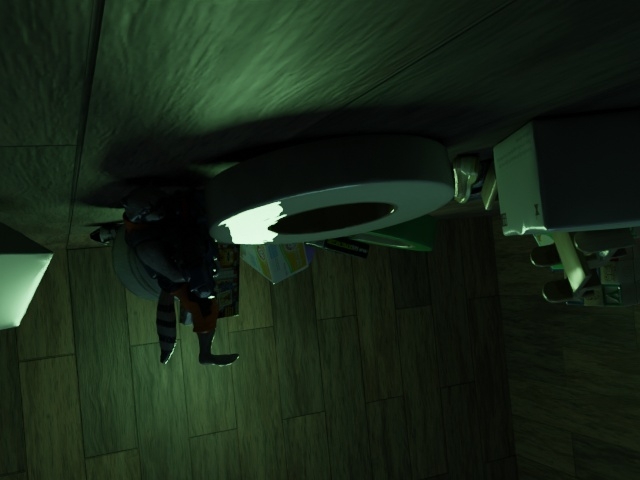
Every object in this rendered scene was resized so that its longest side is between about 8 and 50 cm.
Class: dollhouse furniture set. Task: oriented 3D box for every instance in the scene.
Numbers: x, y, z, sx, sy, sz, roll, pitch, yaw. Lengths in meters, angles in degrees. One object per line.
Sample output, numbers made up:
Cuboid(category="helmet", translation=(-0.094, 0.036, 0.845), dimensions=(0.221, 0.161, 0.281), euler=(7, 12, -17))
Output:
Cuboid(category="dollhouse furniture set", translation=(0.406, -0.027, 1.130), dimensions=(0.160, 0.242, 0.212), euler=(-10, 152, -1))

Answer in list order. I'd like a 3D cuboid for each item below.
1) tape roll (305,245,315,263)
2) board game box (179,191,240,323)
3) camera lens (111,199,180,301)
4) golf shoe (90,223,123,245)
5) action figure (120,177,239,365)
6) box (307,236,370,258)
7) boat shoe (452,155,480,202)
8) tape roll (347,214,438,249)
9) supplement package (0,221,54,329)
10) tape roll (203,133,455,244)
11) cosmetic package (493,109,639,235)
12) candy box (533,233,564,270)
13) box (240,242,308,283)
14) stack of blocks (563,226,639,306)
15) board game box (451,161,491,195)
Cuboid(category="tape roll", translation=(-0.104, -0.002, 1.804), dimensions=(0.080, 0.189, 0.188), euler=(-4, 178, -43))
Cuboid(category="board game box", translation=(-0.222, 0.032, 1.276), dimensions=(0.136, 0.260, 0.030), euler=(-4, -172, -44))
Cuboid(category="camera lens", translation=(-0.332, 0.026, 1.412), dimensions=(0.219, 0.220, 0.274), euler=(-5, 178, -32))
Cuboid(category="golf shoe", translation=(-0.580, -0.012, 1.815), dimensions=(0.198, 0.077, 0.093), euler=(-8, 177, 36))
Cuboid(category="action figure", translation=(-0.244, 0.062, 1.055), dimensions=(0.178, 0.331, 0.341), euler=(-18, -158, -2))
Cuboid(category="box", translation=(0.000, 0.000, 1.618), dimensions=(0.190, 0.045, 0.184), euler=(15, 175, -31))
Cuboid(category="boat shoe", translation=(0.257, -0.113, 1.161), dimensions=(0.048, 0.056, 0.153), euler=(8, 166, 5))
Cuboid(category="tape roll", translation=(0.121, -0.042, 1.534), dimensions=(0.320, 0.077, 0.321), euler=(11, 176, 1))
Cuboid(category="supplement package", translation=(-0.663, 0.058, 1.131), dimensions=(0.177, 0.175, 0.293), euler=(28, -176, 9))
Cuboid(category="tape roll", translation=(0.012, -0.066, 0.987), dimensions=(0.391, 0.072, 0.392), euler=(-10, 171, -2))
Cuboid(category="cosmetic package", translation=(0.466, -0.099, 0.904), dimensions=(0.384, 0.156, 0.217), euler=(-4, 178, -1))
Cuboid(category="candy box", translation=(0.674, -0.062, 1.373), dimensions=(0.268, 0.122, 0.317), euler=(-44, -161, -28))
Cuboid(category="box", translation=(-0.131, 0.003, 1.547), dimensions=(0.103, 0.114, 0.203), euler=(-26, -146, -25))
Cuboid(category="stack of blocks", translation=(0.558, -0.026, 1.215), dimensions=(0.087, 0.298, 0.171), euler=(-4, 179, -28))
Cuboid(category="board game box", translation=(0.305, -0.119, 1.302), dimensions=(0.194, 0.060, 0.194), euler=(-6, 179, -30))
